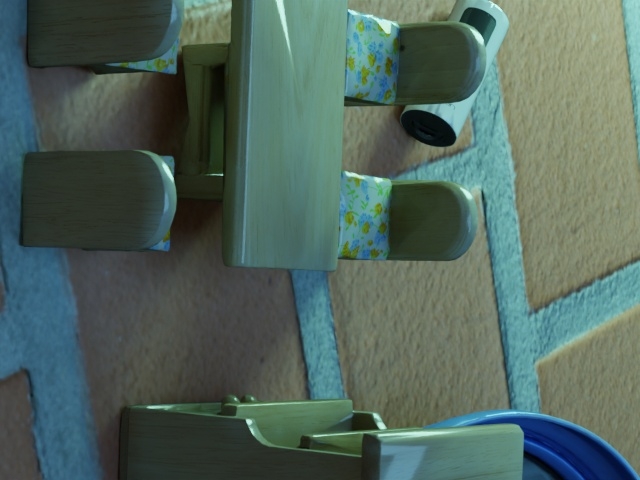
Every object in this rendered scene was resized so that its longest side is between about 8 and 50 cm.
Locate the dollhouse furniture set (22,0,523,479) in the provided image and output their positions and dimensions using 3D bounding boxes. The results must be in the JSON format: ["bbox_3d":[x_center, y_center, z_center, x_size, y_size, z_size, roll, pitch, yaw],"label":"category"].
[{"bbox_3d":[0.000,0.000,1.373,0.362,0.256,0.394,4,88,-50],"label":"dollhouse furniture set"}]

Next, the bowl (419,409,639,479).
[{"bbox_3d":[0.136,0.337,1.598,0.391,0.077,0.391,-1,91,-30],"label":"bowl"}]

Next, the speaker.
[{"bbox_3d":[0.120,-0.150,1.670,0.055,0.055,0.136,50,55,-38],"label":"speaker"}]
